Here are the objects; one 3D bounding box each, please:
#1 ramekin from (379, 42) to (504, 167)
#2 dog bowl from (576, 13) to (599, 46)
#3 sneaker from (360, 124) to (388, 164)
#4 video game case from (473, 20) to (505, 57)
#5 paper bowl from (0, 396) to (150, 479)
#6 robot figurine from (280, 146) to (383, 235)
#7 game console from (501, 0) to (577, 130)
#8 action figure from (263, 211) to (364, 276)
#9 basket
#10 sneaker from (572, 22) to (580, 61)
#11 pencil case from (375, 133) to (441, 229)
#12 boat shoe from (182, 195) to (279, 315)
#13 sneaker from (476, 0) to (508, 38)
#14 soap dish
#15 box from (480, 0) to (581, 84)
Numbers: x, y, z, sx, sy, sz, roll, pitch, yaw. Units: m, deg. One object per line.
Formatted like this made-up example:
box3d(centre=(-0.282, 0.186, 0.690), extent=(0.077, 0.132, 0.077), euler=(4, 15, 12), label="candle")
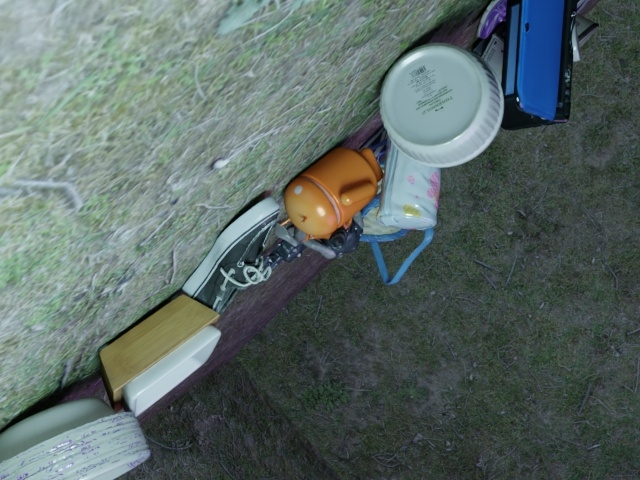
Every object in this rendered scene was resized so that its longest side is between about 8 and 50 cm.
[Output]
box3d(centre=(0.195, -0.228, 1.064), extent=(0.207, 0.207, 0.109), euler=(-44, 165, 16), label="ramekin")
box3d(centre=(0.611, -0.528, 1.894), extent=(0.408, 0.150, 0.408), euler=(-41, 174, -6), label="dog bowl")
box3d(centre=(0.156, -0.232, 1.439), extent=(0.144, 0.059, 0.053), euler=(-45, 172, 14), label="sneaker")
box3d(centre=(0.437, -0.492, 1.537), extent=(0.196, 0.026, 0.274), euler=(-48, 172, 8), label="video game case")
box3d(centre=(-0.461, 0.382, 1.131), extent=(0.284, 0.148, 0.284), euler=(-25, 165, -7), label="paper bowl")
box3d(centre=(0.022, -0.093, 1.212), extent=(0.219, 0.158, 0.128), euler=(-40, 152, -24), label="robot figurine")
box3d(centre=(0.329, -0.345, 1.066), extent=(0.174, 0.292, 0.250), euler=(2, -176, -20), label="game console")
box3d(centre=(0.000, 0.000, 1.555), extent=(0.341, 0.178, 0.330), euler=(-45, 165, 4), label="action figure")
box3d(centre=(0.193, -0.055, 1.742), extent=(0.201, 0.288, 0.254), euler=(-5, 146, -30), label="basket")
box3d(centre=(0.553, -0.534, 1.576), extent=(0.147, 0.104, 0.295), euler=(-9, -132, 26), label="sneaker")
box3d(centre=(0.171, -0.154, 1.194), extent=(0.114, 0.272, 0.124), euler=(1, 171, 33), label="pencil case")
box3d(centre=(-0.148, 0.043, 1.169), extent=(0.306, 0.105, 0.113), euler=(-46, 173, 33), label="boat shoe")
box3d(centre=(0.373, -0.452, 1.228), extent=(0.170, 0.071, 0.068), euler=(-43, 174, 11), label="sneaker")
box3d(centre=(-0.325, 0.232, 1.260), extent=(0.229, 0.118, 0.291), euler=(-37, 172, -27), label="soap dish")
box3d(centre=(0.481, -0.481, 1.392), extent=(0.290, 0.087, 0.169), euler=(-46, 173, -8), label="box")
